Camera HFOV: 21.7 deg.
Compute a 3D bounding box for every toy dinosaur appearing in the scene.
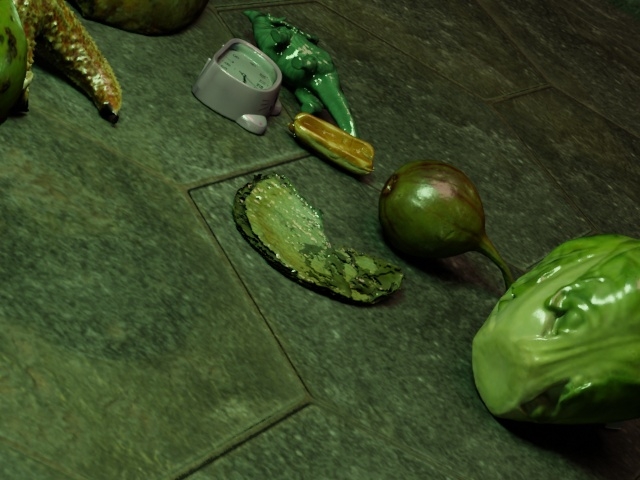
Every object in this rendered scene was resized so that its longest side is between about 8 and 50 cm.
[{"bbox_3d":[-0.025,-0.219,2.221,0.120,0.079,0.292,10,37,-41],"label":"toy dinosaur"}]

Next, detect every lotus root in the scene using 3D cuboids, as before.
[{"bbox_3d":[-0.233,-0.385,2.175,0.210,0.142,0.314,39,25,5],"label":"lotus root"}]

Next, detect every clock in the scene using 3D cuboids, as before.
[{"bbox_3d":[-0.094,-0.198,2.115,0.110,0.050,0.153,34,24,-2],"label":"clock"}]

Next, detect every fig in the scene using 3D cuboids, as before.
[{"bbox_3d":[0.173,0.000,2.045,0.236,0.124,0.124,42,21,-17],"label":"fig"}]

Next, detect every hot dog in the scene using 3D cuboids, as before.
[{"bbox_3d":[0.014,-0.122,2.136,0.133,0.041,0.056,29,46,-16],"label":"hot dog"}]

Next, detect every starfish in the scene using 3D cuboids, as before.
[{"bbox_3d":[-0.341,-0.262,1.812,0.312,0.113,0.303,16,58,-36],"label":"starfish"}]

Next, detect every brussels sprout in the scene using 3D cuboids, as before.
[{"bbox_3d":[0.298,0.107,1.859,0.271,0.210,0.219,-16,19,-22],"label":"brussels sprout"}]

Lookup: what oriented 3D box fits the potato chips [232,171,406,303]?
[{"bbox_3d":[-0.002,0.003,1.898,0.220,0.029,0.202,28,25,-10],"label":"potato chips"}]

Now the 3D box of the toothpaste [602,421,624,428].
[{"bbox_3d":[0.318,0.156,2.006,0.034,0.046,0.164,8,36,-42],"label":"toothpaste"}]

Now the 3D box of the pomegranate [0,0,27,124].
[{"bbox_3d":[-0.369,-0.135,1.441,0.231,0.231,0.286,23,37,-26],"label":"pomegranate"}]
